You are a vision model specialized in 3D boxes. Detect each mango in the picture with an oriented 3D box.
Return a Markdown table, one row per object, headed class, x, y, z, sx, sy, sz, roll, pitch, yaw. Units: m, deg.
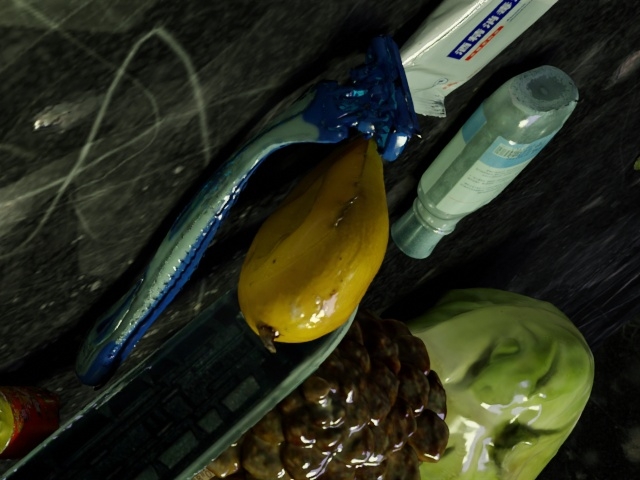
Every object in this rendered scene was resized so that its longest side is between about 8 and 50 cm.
| class | x | y | z | sx | sy | sz | roll | pitch | yaw |
| --- | --- | --- | --- | --- | --- | --- | --- | --- | --- |
| mango | 0.000 | 0.000 | 0.935 | 0.101 | 0.066 | 0.187 | -24 | -148 | 37 |

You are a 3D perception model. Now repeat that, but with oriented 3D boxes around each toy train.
| class | x | y | z | sx | sy | sz | roll | pitch | yaw |
| --- | --- | --- | --- | --- | --- | --- | --- | --- | --- |
| toy train | -0.128 | 0.147 | 0.967 | 0.407 | 0.086 | 0.088 | -39 | 172 | -25 |

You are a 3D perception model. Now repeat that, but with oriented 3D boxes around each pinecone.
| class | x | y | z | sx | sy | sz | roll | pitch | yaw |
| --- | --- | --- | --- | --- | --- | --- | --- | --- | --- |
| pinecone | -0.009 | 0.146 | 1.173 | 0.229 | 0.202 | 0.201 | 2 | -169 | -12 |

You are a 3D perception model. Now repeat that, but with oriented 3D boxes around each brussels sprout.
| class | x | y | z | sx | sy | sz | roll | pitch | yaw |
| --- | --- | --- | --- | --- | --- | --- | --- | --- | --- |
| brussels sprout | 0.162 | 0.189 | 1.644 | 0.328 | 0.247 | 0.328 | -34 | 150 | -24 |

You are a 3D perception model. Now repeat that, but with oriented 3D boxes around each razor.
| class | x | y | z | sx | sy | sz | roll | pitch | yaw |
| --- | --- | --- | --- | --- | --- | --- | --- | --- | --- |
| razor | -0.069 | -0.007 | 0.904 | 0.056 | 0.093 | 0.324 | 30 | 123 | -30 |

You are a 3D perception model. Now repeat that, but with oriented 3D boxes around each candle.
| class | x | y | z | sx | sy | sz | roll | pitch | yaw |
| --- | --- | --- | --- | --- | --- | --- | --- | --- | --- |
| candle | -0.210 | 0.121 | 0.947 | 0.052 | 0.052 | 0.130 | -40 | 166 | 8 |

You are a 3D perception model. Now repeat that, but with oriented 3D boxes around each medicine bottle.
| class | x | y | z | sx | sy | sz | roll | pitch | yaw |
| --- | --- | --- | --- | --- | --- | --- | --- | --- | --- |
| medicine bottle | 0.127 | -0.060 | 1.171 | 0.090 | 0.054 | 0.208 | -25 | 162 | -44 |

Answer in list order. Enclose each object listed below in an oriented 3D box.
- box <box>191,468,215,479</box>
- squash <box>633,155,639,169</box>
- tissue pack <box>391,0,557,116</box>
| class | x | y | z | sx | sy | sz | roll | pitch | yaw |
| --- | --- | --- | --- | --- | --- | --- | --- | --- | --- |
| box | -0.102 | 0.237 | 1.458 | 0.313 | 0.089 | 0.197 | -23 | 157 | -41 |
| squash | 0.483 | -0.146 | 1.746 | 0.219 | 0.041 | 0.219 | -35 | 165 | -11 |
| tissue pack | 0.112 | -0.151 | 0.918 | 0.193 | 0.026 | 0.122 | -45 | 163 | 24 |
